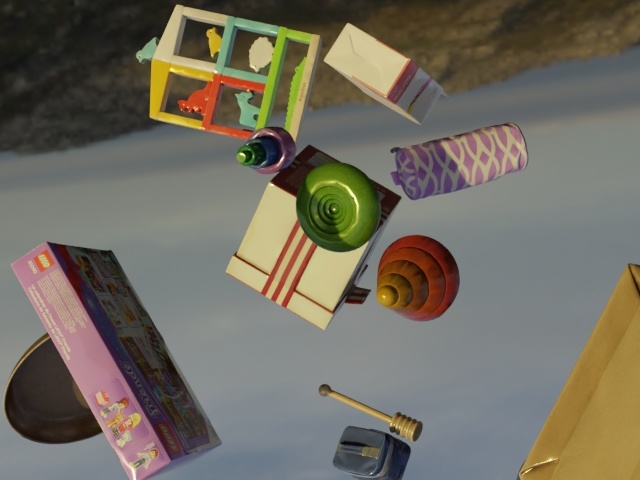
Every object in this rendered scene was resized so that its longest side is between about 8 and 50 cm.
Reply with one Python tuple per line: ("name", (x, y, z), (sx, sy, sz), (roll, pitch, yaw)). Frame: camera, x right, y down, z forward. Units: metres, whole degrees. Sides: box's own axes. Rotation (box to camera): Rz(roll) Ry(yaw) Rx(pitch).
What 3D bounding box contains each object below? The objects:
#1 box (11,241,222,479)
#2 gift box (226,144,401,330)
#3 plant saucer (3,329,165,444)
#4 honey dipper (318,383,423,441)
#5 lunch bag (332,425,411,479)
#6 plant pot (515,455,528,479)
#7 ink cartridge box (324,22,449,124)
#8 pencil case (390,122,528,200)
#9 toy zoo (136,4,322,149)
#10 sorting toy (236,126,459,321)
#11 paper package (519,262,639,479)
("box", (-0.240, 0.142, 1.447), (0.057, 0.293, 0.201), (-33, 170, 8))
("gift box", (0.000, 0.000, 2.336), (0.255, 0.258, 0.276), (33, -150, 10))
("plant saucer", (-0.429, 0.242, 2.179), (0.310, 0.311, 0.050), (-12, -138, -30))
("honey dipper", (0.064, 0.233, 1.646), (0.160, 0.030, 0.030), (19, -161, 29))
("lunch bag", (0.063, 0.289, 1.628), (0.098, 0.067, 0.065), (-1, 152, 47))
("plant pot", (0.489, 0.500, 2.025), (0.341, 0.341, 0.334), (-9, -161, -3))
("ink cartridge box", (0.100, -0.231, 1.727), (0.115, 0.067, 0.198), (34, -174, 24))
("pencil case", (0.210, -0.118, 1.813), (0.206, 0.086, 0.088), (-13, 173, -16))
("toy zoo", (-0.159, -0.269, 1.960), (0.293, 0.192, 0.030), (13, 180, 9))
("sorting toy", (0.019, -0.020, 1.614), (0.127, 0.365, 0.126), (-53, 167, 25))
("paper package", (0.440, 0.232, 1.450), (0.325, 0.309, 0.168), (32, 174, -42))
